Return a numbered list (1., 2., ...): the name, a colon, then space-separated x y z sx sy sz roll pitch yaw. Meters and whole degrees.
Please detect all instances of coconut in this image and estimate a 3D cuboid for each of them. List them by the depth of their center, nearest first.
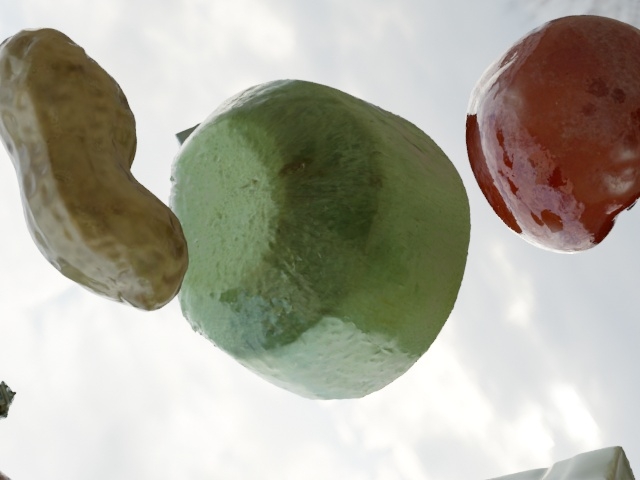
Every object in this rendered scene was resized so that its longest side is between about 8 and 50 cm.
1. coconut: 0.000 0.000 1.605 0.328 0.281 0.328 43 -155 -26

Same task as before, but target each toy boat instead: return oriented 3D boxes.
1. toy boat: -0.274 0.132 1.364 0.038 0.038 0.083 59 176 15

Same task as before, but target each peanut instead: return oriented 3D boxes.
1. peanut: -0.171 -0.050 1.169 0.098 0.103 0.229 104 145 -73

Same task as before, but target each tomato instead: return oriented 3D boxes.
1. tomato: 0.193 -0.086 1.241 0.151 0.187 0.187 50 -160 -16

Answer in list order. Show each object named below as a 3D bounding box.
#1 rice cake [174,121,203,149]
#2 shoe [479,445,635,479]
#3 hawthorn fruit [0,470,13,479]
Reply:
1. rice cake: -0.063 -0.104 1.965 0.037 0.198 0.189 85 165 -46
2. shoe: 0.074 0.187 0.771 0.363 0.160 0.132 -25 -81 -76
3. hawthorn fruit: -0.300 0.267 1.319 0.225 0.196 0.196 23 -145 -37
